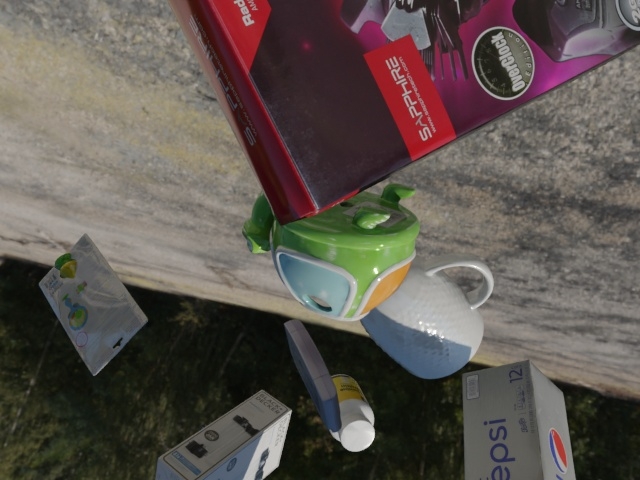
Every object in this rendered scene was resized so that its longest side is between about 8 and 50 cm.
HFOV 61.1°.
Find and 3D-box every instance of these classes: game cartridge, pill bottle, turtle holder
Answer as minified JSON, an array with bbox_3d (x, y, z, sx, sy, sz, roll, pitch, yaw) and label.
[{"bbox_3d":[-0.006,0.104,0.429,0.017,0.083,0.056,-23,134,-11],"label":"game cartridge"},{"bbox_3d":[0.060,0.384,1.210,0.103,0.103,0.184,17,-171,-15],"label":"pill bottle"},{"bbox_3d":[0.004,0.008,0.957,0.321,0.227,0.243,7,-157,1],"label":"turtle holder"}]

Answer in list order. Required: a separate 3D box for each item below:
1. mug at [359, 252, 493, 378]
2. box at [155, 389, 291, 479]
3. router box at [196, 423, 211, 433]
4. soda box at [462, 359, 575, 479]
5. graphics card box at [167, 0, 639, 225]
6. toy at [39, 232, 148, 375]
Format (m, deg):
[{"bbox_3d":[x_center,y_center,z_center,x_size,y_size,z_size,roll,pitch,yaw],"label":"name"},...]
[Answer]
[{"bbox_3d":[0.284,0.160,1.465,0.374,0.276,0.328,-31,126,22],"label":"mug"},{"bbox_3d":[-0.189,0.441,1.080,0.087,0.169,0.290,25,-156,27],"label":"box"},{"bbox_3d":[-0.295,0.596,1.599,0.122,0.038,0.092,39,-172,36],"label":"router box"},{"bbox_3d":[0.218,0.283,0.584,0.091,0.286,0.098,-24,130,35],"label":"soda box"},{"bbox_3d":[0.085,-0.196,0.440,0.371,0.232,0.094,-28,-176,-17],"label":"graphics card box"},{"bbox_3d":[-0.409,0.114,0.994,0.237,0.137,0.056,45,-177,23],"label":"toy"}]
